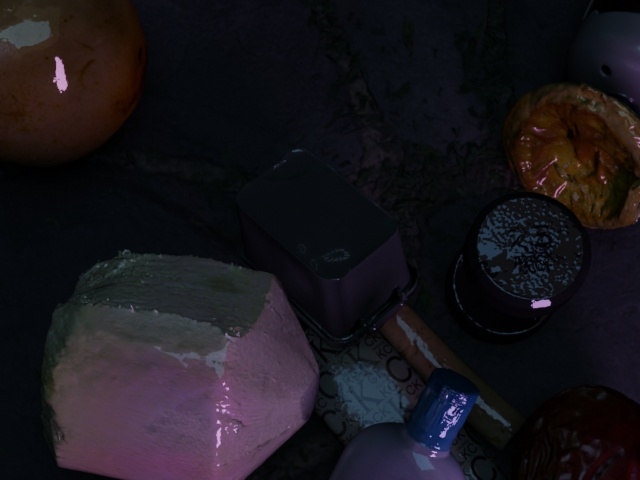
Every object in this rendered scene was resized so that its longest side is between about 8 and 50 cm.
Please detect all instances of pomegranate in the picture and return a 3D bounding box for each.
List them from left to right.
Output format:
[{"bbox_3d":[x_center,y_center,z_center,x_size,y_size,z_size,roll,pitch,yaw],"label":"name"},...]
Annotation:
[{"bbox_3d":[-0.390,-0.245,1.394,0.319,0.319,0.319,1,73,-2],"label":"pomegranate"}]

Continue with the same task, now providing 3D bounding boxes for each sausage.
[{"bbox_3d":[0.149,0.154,1.412,0.066,0.066,0.301,-43,78,-13],"label":"sausage"}]

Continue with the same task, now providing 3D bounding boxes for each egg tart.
[{"bbox_3d":[0.360,-0.121,1.420,0.241,0.241,0.106,38,57,9],"label":"egg tart"}]

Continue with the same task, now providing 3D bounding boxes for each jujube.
[{"bbox_3d":[0.314,0.298,1.295,0.190,0.190,0.255,28,54,6],"label":"jujube"}]

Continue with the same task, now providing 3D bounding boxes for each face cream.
[{"bbox_3d":[0.090,0.307,1.272,0.163,0.080,0.337,30,107,13],"label":"face cream"}]

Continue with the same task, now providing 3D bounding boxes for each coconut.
[{"bbox_3d":[-0.155,0.157,1.276,0.309,0.297,0.297,7,73,2],"label":"coconut"}]

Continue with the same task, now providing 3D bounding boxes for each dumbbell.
[{"bbox_3d":[0.249,0.040,1.367,0.152,0.218,0.153,0,73,-2],"label":"dumbbell"}]

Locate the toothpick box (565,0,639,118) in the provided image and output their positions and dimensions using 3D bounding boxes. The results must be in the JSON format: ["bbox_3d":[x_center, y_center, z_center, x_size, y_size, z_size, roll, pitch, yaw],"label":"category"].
[{"bbox_3d":[0.475,-0.285,1.490,0.229,0.229,0.316,26,76,5],"label":"toothpick box"}]

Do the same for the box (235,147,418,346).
[{"bbox_3d":[0.000,0.000,1.374,0.163,0.135,0.243,-38,58,-17],"label":"box"}]

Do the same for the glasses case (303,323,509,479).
[{"bbox_3d":[0.100,0.244,1.370,0.137,0.085,0.355,-41,79,-9],"label":"glasses case"}]
